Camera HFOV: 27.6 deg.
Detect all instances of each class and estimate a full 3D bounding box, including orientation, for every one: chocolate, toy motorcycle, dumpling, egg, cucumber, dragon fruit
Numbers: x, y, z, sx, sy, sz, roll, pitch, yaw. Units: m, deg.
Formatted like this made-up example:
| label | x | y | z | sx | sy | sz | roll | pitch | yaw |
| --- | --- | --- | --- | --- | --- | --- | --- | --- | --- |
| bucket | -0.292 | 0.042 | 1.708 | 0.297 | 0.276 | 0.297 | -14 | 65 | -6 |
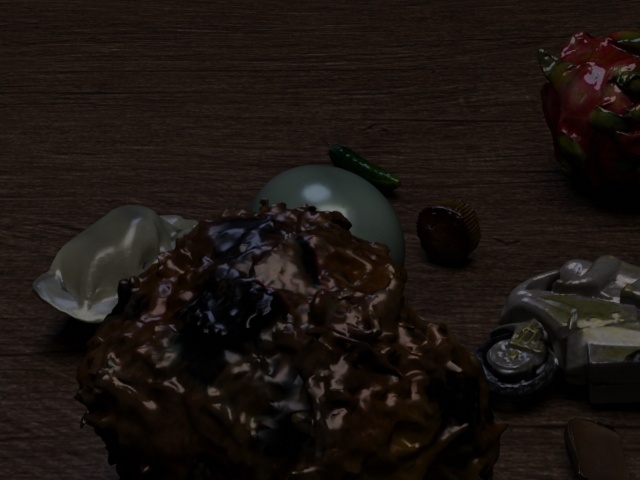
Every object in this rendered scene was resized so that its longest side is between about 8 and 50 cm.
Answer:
| label | x | y | z | sx | sy | sz | roll | pitch | yaw |
| --- | --- | --- | --- | --- | --- | --- | --- | --- | --- |
| chocolate | 0.276 | 0.223 | 1.303 | 0.064 | 0.031 | 0.100 | 14 | 31 | -10 |
| toy motorcycle | 0.335 | 0.094 | 1.461 | 0.341 | 0.108 | 0.223 | -5 | 34 | 8 |
| dumpling | -0.231 | 0.030 | 1.565 | 0.162 | 0.132 | 0.250 | 12 | 31 | 29 |
| egg | 0.000 | 0.000 | 1.562 | 0.183 | 0.183 | 0.264 | -10 | 24 | -17 |
| cucumber | 0.058 | -0.104 | 1.903 | 0.039 | 0.039 | 0.168 | -22 | 37 | -34 |
| dragon fruit | 0.439 | -0.189 | 1.859 | 0.237 | 0.231 | 0.302 | -8 | 17 | 10 |

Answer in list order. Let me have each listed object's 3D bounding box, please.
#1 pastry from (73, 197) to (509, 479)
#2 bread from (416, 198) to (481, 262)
| label | x | y | z | sx | sy | sz | roll | pitch | yaw |
| --- | --- | --- | --- | --- | --- | --- | --- | --- | --- |
| pastry | -0.046 | 0.138 | 1.205 | 0.337 | 0.292 | 0.405 | -23 | 43 | -16 |
| bread | 0.162 | -0.011 | 1.684 | 0.085 | 0.085 | 0.053 | 17 | 27 | 30 |
